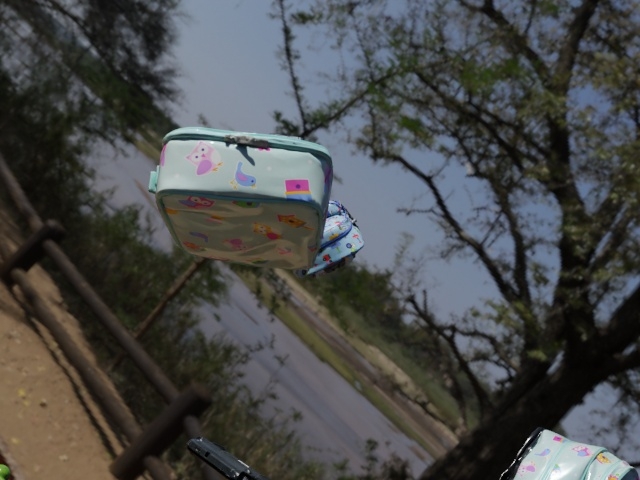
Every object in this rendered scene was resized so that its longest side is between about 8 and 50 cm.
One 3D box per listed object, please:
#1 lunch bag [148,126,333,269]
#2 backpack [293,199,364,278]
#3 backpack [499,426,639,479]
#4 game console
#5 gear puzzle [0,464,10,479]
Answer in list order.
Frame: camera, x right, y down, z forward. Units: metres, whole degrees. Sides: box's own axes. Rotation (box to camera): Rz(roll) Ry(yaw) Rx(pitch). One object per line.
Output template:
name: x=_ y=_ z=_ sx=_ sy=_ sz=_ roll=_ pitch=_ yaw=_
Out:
lunch bag: x=-0.101 y=-0.051 z=0.990 sx=0.224 sy=0.108 sz=0.279 roll=9 pitch=-20 yaw=0
backpack: x=0.000 y=0.000 z=1.424 sx=0.117 sy=0.158 sz=0.173 roll=64 pitch=1 yaw=-11
backpack: x=0.204 y=0.261 z=0.663 sx=0.115 sy=0.182 sz=0.152 roll=17 pitch=-41 yaw=33
game console: x=-0.119 y=0.466 z=1.441 sx=0.361 sy=0.044 sz=0.213 roll=16 pitch=-18 yaw=47
gear puzzle: x=-0.451 y=0.281 z=0.982 sx=0.175 sy=0.044 sz=0.339 roll=43 pitch=-31 yaw=0
